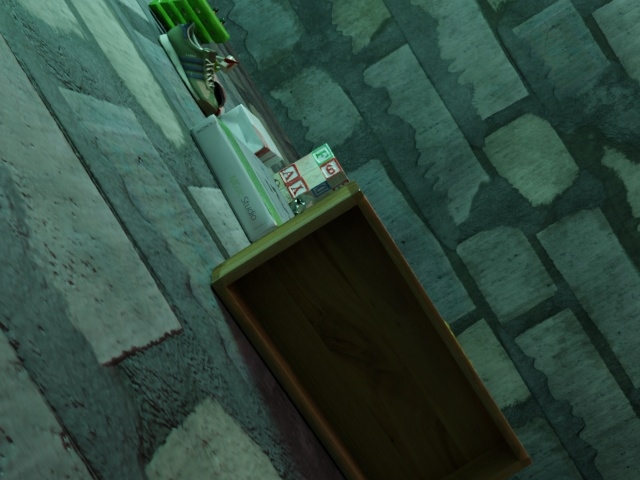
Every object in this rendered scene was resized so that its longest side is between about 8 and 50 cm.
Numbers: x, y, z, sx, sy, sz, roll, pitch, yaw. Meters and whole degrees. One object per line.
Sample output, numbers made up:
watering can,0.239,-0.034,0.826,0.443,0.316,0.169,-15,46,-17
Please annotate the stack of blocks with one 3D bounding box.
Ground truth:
stack of blocks,0.003,-0.084,2.087,0.087,0.171,0.297,61,5,29

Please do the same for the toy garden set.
toy garden set,-0.246,-0.437,1.892,0.244,0.049,0.204,17,-33,55

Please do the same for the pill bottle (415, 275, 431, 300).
pill bottle,0.194,0.238,1.901,0.334,0.188,0.188,61,6,27

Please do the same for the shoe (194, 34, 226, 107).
shoe,-0.253,-0.358,1.850,0.178,0.063,0.081,60,-2,-34

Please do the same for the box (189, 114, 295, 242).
box,-0.109,-0.072,1.596,0.232,0.058,0.322,60,4,18

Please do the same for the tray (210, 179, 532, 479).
tray,0.066,0.153,1.082,0.411,0.202,0.076,57,4,-14

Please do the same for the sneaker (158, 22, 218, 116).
sneaker,-0.242,-0.351,1.787,0.192,0.086,0.064,58,5,-2

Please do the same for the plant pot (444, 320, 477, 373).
plant pot,0.279,0.320,2.243,0.212,0.187,0.212,58,4,-2

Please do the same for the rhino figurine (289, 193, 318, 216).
rhino figurine,0.000,0.000,1.949,0.243,0.073,0.106,57,29,-31

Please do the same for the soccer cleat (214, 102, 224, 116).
soccer cleat,-0.221,-0.283,1.925,0.035,0.029,0.083,51,4,-31

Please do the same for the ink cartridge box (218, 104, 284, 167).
ink cartridge box,-0.152,-0.222,2.001,0.115,0.067,0.198,60,7,10
